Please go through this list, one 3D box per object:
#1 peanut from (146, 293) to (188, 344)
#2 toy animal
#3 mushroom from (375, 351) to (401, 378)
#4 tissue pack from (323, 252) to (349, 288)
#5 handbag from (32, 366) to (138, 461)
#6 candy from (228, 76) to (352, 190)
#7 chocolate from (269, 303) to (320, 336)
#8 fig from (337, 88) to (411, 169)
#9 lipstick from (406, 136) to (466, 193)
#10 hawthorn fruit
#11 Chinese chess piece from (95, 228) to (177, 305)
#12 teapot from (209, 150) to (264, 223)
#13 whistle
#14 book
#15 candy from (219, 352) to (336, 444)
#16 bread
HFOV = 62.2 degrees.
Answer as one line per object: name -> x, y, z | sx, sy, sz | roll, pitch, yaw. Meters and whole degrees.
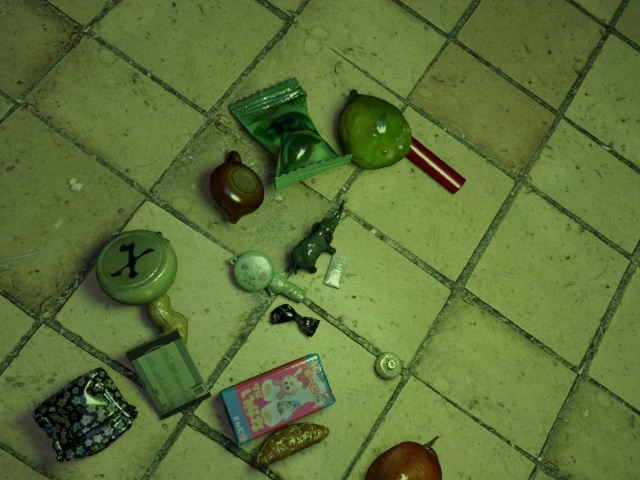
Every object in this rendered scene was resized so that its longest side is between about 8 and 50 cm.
peanut -> -0.449, 0.230, 1.561 | 0.089, 0.089, 0.192 | -34, 86, -15
toy animal -> 0.003, 0.001, 1.656 | 0.082, 0.137, 0.269 | 37, 82, 19
mushroom -> 0.211, 0.387, 1.645 | 0.084, 0.067, 0.083 | 2, 72, -5
tissue pack -> 0.052, 0.097, 1.705 | 0.056, 0.023, 0.108 | 18, 74, -4
handbag -> -0.634, 0.478, 1.449 | 0.229, 0.127, 0.207 | -33, 91, -15
candy -> -0.106, -0.352, 1.714 | 0.263, 0.172, 0.397 | -23, 69, -18
chocolate -> -0.077, 0.242, 1.631 | 0.147, 0.070, 0.072 | 23, 70, -9
fig -> 0.154, -0.363, 1.763 | 0.233, 0.314, 0.233 | -12, 118, -23
lipstick -> 0.370, -0.269, 1.820 | 0.280, 0.073, 0.073 | 39, 74, -1
hawthorn fruit -> 0.260, 0.672, 1.522 | 0.262, 0.210, 0.210 | -42, 87, -23
Chinese chess piece -> -0.534, 0.073, 1.544 | 0.238, 0.092, 0.237 | -1, 59, 2
teapot -> -0.275, -0.170, 1.666 | 0.178, 0.135, 0.252 | 16, 51, -40
whistle -> -0.164, 0.117, 1.645 | 0.258, 0.067, 0.126 | 28, 87, -7
book -> -0.432, 0.381, 1.517 | 0.158, 0.026, 0.231 | -25, 103, -7
candy -> -0.127, 0.458, 1.556 | 0.306, 0.100, 0.157 | -20, 83, -14
bread -> -0.087, 0.573, 1.533 | 0.233, 0.105, 0.075 | -16, 86, -19
